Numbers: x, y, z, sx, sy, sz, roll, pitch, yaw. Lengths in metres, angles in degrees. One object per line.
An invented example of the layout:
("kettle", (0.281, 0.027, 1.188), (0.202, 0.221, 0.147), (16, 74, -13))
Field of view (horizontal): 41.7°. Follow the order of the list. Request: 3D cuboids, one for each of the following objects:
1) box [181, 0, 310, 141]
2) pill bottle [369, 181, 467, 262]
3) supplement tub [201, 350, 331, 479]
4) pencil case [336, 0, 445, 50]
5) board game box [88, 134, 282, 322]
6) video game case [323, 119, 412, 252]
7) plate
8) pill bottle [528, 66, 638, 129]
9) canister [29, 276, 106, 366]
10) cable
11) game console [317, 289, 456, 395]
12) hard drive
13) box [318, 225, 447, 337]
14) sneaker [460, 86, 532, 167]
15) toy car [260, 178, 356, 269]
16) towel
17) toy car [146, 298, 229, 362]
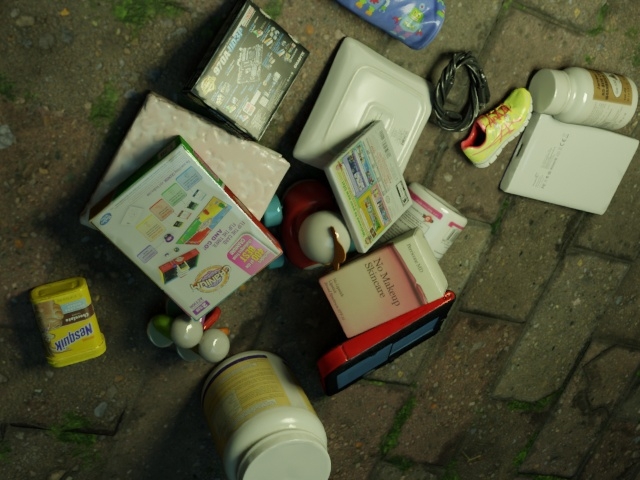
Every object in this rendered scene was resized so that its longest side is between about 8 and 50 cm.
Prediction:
("box", (-0.142, -0.331, 1.641), (0.175, 0.051, 0.220), (35, 79, -33))
("pill bottle", (0.194, 0.020, 1.943), (0.160, 0.160, 0.283), (29, 103, -32))
("supplement tub", (-0.127, 0.434, 1.931), (0.241, 0.331, 0.241), (-9, 120, -17))
("pencil case", (0.116, -0.499, 1.655), (0.306, 0.119, 0.133), (25, 128, -32))
("board game box", (-0.269, -0.018, 1.703), (0.242, 0.064, 0.316), (-38, 116, 6))
("video game case", (0.104, -0.114, 1.763), (0.193, 0.023, 0.212), (-44, 124, -35))
("plate", (0.112, -0.253, 1.802), (0.278, 0.045, 0.277), (22, 95, -31))
("pill bottle", (0.602, -0.332, 1.937), (0.229, 0.131, 0.131), (4, 115, -24))
("canister", (-0.537, 0.172, 1.781), (0.126, 0.073, 0.170), (-15, 120, -15))
("cable", (0.304, -0.330, 1.853), (0.150, 0.047, 0.184), (-38, 134, -12))
("game console", (0.152, 0.252, 1.981), (0.342, 0.060, 0.386), (-25, 164, -7))
("hard drive", (0.616, -0.189, 2.073), (0.319, 0.040, 0.210), (10, 112, -26))
("box", (0.137, 0.090, 1.815), (0.232, 0.127, 0.148), (-26, 93, 16))
("sneaker", (0.400, -0.265, 1.915), (0.094, 0.081, 0.208), (25, 105, -38))
("toy car", (0.000, 0.000, 1.806), (0.219, 0.238, 0.210), (-11, 120, -16))
("towel", (-0.277, -0.102, 1.729), (0.332, 0.053, 0.317), (26, 105, -21))
("toy car", (-0.283, 0.189, 1.866), (0.182, 0.159, 0.136), (34, 66, -32))
